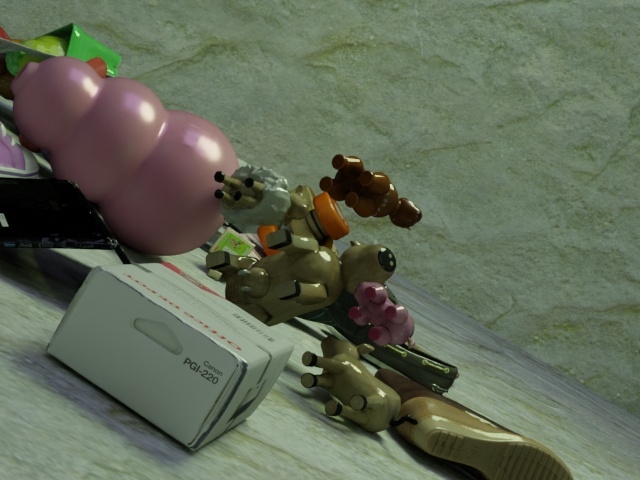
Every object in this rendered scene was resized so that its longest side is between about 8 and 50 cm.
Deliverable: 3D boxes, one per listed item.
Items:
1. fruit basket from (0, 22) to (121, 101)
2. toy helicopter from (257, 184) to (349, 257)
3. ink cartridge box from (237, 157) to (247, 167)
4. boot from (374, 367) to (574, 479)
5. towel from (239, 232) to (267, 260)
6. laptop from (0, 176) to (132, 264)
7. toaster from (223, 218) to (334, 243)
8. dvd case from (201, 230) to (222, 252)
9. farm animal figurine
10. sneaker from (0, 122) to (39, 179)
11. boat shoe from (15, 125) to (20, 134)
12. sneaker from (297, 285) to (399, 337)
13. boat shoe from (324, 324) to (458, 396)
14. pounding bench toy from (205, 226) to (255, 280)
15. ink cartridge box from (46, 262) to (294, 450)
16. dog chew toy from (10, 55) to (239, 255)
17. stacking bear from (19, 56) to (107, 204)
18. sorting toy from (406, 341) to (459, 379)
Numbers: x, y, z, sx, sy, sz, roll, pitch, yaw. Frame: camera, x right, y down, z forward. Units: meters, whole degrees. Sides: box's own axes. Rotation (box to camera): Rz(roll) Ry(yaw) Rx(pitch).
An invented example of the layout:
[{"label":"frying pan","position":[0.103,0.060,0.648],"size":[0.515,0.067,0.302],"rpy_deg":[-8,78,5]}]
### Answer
[{"label":"fruit basket","position":[-0.545,-0.298,2.129],"size":[0.353,0.165,0.327],"rpy_deg":[9,-4,-31]},{"label":"toy helicopter","position":[0.000,0.000,2.227],"size":[0.235,0.140,0.355],"rpy_deg":[59,8,-21]},{"label":"ink cartridge box","position":[-0.221,-0.103,2.387],"size":[0.090,0.143,0.092],"rpy_deg":[13,-9,39]},{"label":"boot","position":[0.198,0.249,1.605],"size":[0.248,0.090,0.207],"rpy_deg":[26,8,-19]},{"label":"towel","position":[-0.088,0.049,2.129],"size":[0.144,0.029,0.197],"rpy_deg":[48,7,7]},{"label":"laptop","position":[-0.284,0.026,1.310],"size":[0.264,0.137,0.234],"rpy_deg":[1,17,-23]},{"label":"toaster","position":[-0.086,-0.020,2.495],"size":[0.185,0.110,0.168],"rpy_deg":[28,5,-36]},{"label":"dvd case","position":[-0.174,0.009,2.175],"size":[0.164,0.018,0.221],"rpy_deg":[32,4,5]},{"label":"farm animal figurine","position":[0.005,0.068,1.554],"size":[0.326,0.330,0.172],"rpy_deg":[1,-11,32]},{"label":"sneaker","position":[-0.428,-0.168,1.519],"size":[0.102,0.161,0.282],"rpy_deg":[33,3,35]},{"label":"boat shoe","position":[-0.421,-0.173,2.019],"size":[0.228,0.080,0.076],"rpy_deg":[22,6,42]},{"label":"sneaker","position":[0.000,0.081,1.918],"size":[0.267,0.101,0.106],"rpy_deg":[17,-1,-25]},{"label":"boat shoe","position":[0.114,0.175,1.986],"size":[0.227,0.069,0.081],"rpy_deg":[33,4,9]},{"label":"pounding bench toy","position":[-0.148,0.035,1.895],"size":[0.052,0.083,0.065],"rpy_deg":[34,-27,5]},{"label":"ink cartridge box","position":[-0.126,0.096,1.107],"size":[0.158,0.092,0.218],"rpy_deg":[32,3,8]},{"label":"dog chew toy","position":[-0.271,-0.126,1.673],"size":[0.332,0.207,0.206],"rpy_deg":[38,2,-22]},{"label":"stacking bear","position":[-0.296,-0.112,1.865],"size":[0.289,0.175,0.164],"rpy_deg":[40,22,-1]},{"label":"sorting toy","position":[0.154,0.201,2.224],"size":[0.193,0.038,0.208],"rpy_deg":[33,0,14]}]
